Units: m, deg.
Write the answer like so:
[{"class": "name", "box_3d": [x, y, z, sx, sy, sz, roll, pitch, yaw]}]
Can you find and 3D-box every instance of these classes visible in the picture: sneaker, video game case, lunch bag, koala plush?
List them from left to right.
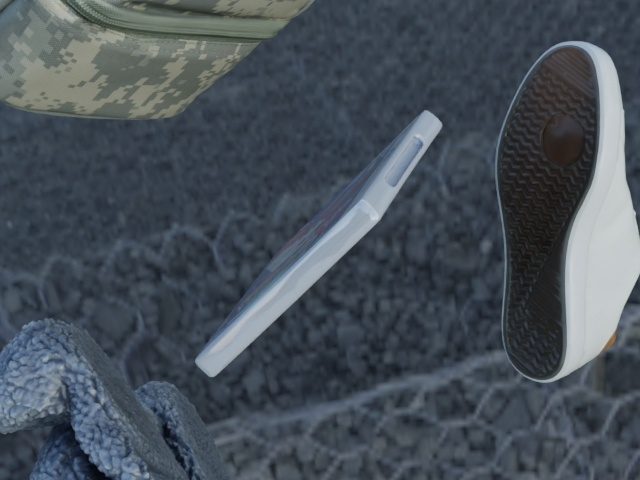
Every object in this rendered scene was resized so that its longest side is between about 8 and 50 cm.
[{"class": "koala plush", "box_3d": [-0.166, 0.201, 1.028, 0.221, 0.196, 0.203, -37, 57, 6]}, {"class": "lunch bag", "box_3d": [-0.105, -0.246, 0.949, 0.256, 0.212, 0.305, -39, 68, 31]}, {"class": "video game case", "box_3d": [0.000, 0.000, 1.290, 0.023, 0.201, 0.183, 43, 31, -4]}, {"class": "sneaker", "box_3d": [0.219, -0.031, 1.434, 0.106, 0.290, 0.123, 22, 26, 40]}]
